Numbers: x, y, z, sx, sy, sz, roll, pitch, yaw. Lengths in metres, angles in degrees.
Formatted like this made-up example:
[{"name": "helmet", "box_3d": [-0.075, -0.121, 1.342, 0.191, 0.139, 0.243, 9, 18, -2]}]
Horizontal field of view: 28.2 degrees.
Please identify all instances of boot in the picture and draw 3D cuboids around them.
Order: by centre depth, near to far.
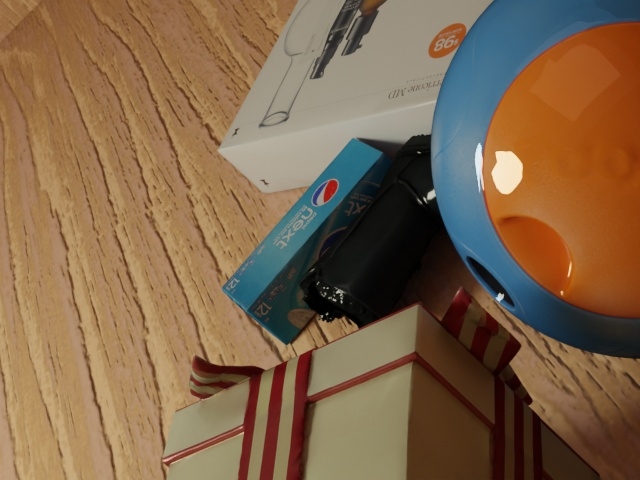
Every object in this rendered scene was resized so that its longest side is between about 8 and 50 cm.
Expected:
[{"name": "boot", "box_3d": [0.099, -0.005, 1.149, 0.207, 0.094, 0.246, -54, 24, -19]}]

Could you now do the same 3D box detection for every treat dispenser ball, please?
[{"name": "treat dispenser ball", "box_3d": [0.220, -0.063, 0.876, 0.288, 0.288, 0.288, -32, 33, 24]}]

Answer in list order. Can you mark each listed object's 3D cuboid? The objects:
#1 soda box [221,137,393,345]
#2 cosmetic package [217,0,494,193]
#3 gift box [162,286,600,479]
[{"name": "soda box", "box_3d": [0.000, 0.000, 1.298, 0.210, 0.067, 0.071, -50, 31, -4]}, {"name": "cosmetic package", "box_3d": [0.084, -0.207, 1.411, 0.377, 0.097, 0.284, -8, 51, 48]}, {"name": "gift box", "box_3d": [0.034, 0.194, 0.835, 0.255, 0.276, 0.258, -23, 36, 27]}]
